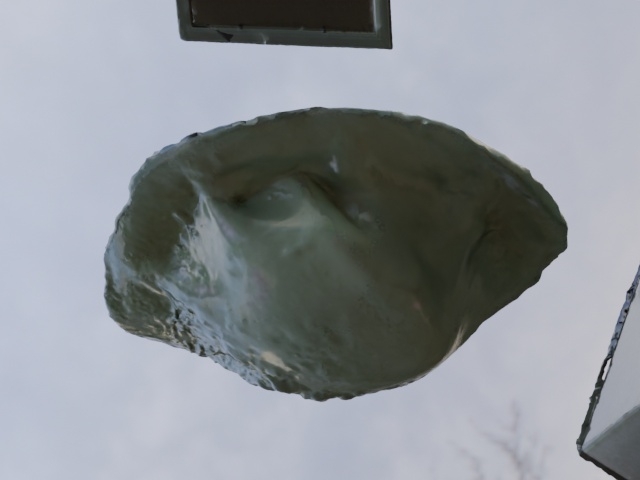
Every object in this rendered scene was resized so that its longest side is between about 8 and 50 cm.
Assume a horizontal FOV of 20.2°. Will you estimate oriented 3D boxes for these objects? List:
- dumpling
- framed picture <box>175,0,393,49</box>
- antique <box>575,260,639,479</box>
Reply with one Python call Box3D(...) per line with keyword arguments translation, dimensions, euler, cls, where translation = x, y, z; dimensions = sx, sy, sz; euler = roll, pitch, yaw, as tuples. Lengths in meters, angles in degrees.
Box3D(translation=(0.004, 0.015, 0.822), dimensions=(0.152, 0.219, 0.108), euler=(53, -158, -67), cls="dumpling")
Box3D(translation=(-0.041, -0.307, 1.628), dimensions=(0.016, 0.216, 0.273), euler=(-54, -35, -60), cls="framed picture")
Box3D(translation=(0.223, 0.045, 0.792), dimensions=(0.152, 0.147, 0.148), euler=(-64, 6, -33), cls="antique")
